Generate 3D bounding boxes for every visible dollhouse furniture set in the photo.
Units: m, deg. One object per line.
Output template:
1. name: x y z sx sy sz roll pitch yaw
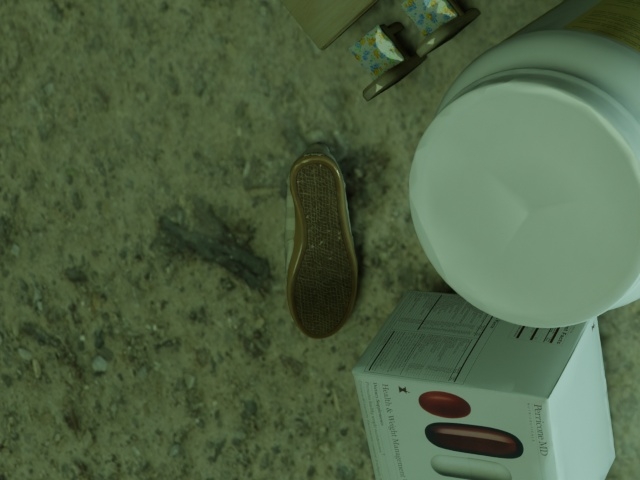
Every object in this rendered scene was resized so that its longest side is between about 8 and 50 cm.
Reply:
1. dollhouse furniture set: 0.048 -0.270 1.565 0.242 0.161 0.212 -39 89 34

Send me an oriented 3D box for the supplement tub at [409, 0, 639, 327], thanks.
1. supplement tub: 0.234 -0.080 1.438 0.241 0.331 0.241 11 115 25

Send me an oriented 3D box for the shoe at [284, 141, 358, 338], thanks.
1. shoe: 0.000 0.000 1.773 0.077 0.058 0.219 -2 117 -3

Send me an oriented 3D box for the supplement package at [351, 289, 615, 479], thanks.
1. supplement package: 0.165 0.174 1.671 0.203 0.149 0.194 5 125 27
